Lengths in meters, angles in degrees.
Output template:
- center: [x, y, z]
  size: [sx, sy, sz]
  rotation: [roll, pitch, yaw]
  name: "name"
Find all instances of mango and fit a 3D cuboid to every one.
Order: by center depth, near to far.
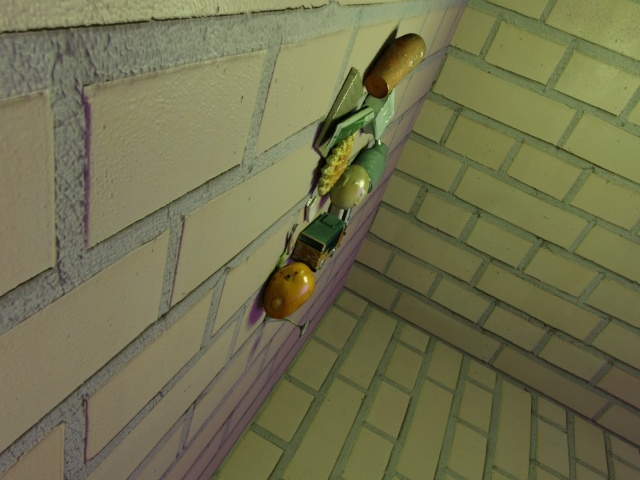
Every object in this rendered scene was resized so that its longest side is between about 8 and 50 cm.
- center: [-0.138, 0.213, 1.885]
  size: [0.191, 0.160, 0.290]
  rotation: [-36, 164, -51]
  name: "mango"

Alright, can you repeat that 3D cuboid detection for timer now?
- center: [0.094, -0.138, 2.330]
  size: [0.178, 0.078, 0.254]
  rotation: [-49, 162, -43]
  name: "timer"

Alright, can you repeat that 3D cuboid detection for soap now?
- center: [0.239, -0.536, 1.976]
  size: [0.150, 0.094, 0.261]
  rotation: [-62, 170, -3]
  name: "soap"

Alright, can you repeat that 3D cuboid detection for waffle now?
- center: [0.059, -0.286, 1.801]
  size: [0.261, 0.056, 0.250]
  rotation: [-56, 172, -22]
  name: "waffle"

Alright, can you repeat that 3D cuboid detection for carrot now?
- center: [0.277, -0.656, 1.761]
  size: [0.302, 0.138, 0.139]
  rotation: [-50, 165, -29]
  name: "carrot"

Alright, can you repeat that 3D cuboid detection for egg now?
- center: [0.118, -0.226, 2.010]
  size: [0.202, 0.164, 0.164]
  rotation: [-58, 171, 12]
  name: "egg"

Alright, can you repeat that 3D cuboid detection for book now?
- center: [0.066, -0.420, 1.621]
  size: [0.283, 0.025, 0.215]
  rotation: [-62, 171, 2]
  name: "book"

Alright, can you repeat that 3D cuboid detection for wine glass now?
- center: [-0.146, 0.358, 2.127]
  size: [0.122, 0.182, 0.122]
  rotation: [-58, 170, -16]
  name: "wine glass"

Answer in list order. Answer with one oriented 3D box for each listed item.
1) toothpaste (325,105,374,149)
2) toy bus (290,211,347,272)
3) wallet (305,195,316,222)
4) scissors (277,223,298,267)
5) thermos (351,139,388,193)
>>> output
- center: [0.112, -0.409, 1.660]
  size: [0.392, 0.061, 0.099]
  rotation: [-45, 168, -54]
  name: "toothpaste"
- center: [0.000, 0.000, 2.064]
  size: [0.275, 0.138, 0.167]
  rotation: [-43, 156, -56]
  name: "toy bus"
- center: [-0.036, -0.123, 1.872]
  size: [0.061, 0.025, 0.122]
  rotation: [-55, 167, -25]
  name: "wallet"
- center: [-0.118, 0.014, 1.839]
  size: [0.134, 0.019, 0.187]
  rotation: [-56, 170, -46]
  name: "scissors"
- center: [0.241, -0.348, 2.279]
  size: [0.287, 0.144, 0.182]
  rotation: [-55, 140, -34]
  name: "thermos"
